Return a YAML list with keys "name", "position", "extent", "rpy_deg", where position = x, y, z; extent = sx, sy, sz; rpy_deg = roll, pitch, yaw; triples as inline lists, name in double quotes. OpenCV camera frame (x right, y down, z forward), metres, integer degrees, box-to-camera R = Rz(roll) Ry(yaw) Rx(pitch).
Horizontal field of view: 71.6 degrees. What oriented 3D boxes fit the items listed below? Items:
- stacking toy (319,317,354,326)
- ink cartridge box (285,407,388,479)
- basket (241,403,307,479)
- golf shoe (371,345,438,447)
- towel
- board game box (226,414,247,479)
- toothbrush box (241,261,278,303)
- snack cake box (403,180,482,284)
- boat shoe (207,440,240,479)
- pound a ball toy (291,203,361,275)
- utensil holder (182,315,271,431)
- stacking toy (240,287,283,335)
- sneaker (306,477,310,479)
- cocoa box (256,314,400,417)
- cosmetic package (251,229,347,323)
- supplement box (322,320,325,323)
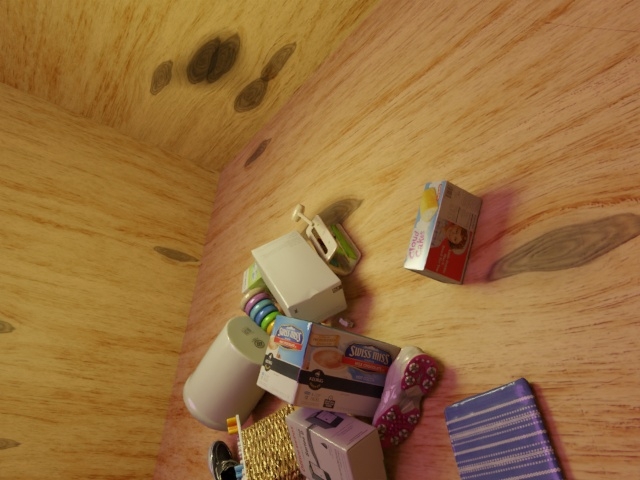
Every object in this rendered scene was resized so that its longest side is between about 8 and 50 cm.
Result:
- name: "stacking toy"
  position: [0.010, 0.337, 1.662]
  extent: [0.221, 0.052, 0.166]
  rpy_deg: [27, 96, 41]
- name: "ink cartridge box"
  position: [0.044, 0.615, 1.285]
  extent: [0.289, 0.122, 0.210]
  rpy_deg: [-1, 106, 52]
- name: "basket"
  position: [-0.124, 0.775, 1.557]
  extent: [0.223, 0.213, 0.299]
  rpy_deg: [-31, 29, 0]
- name: "golf shoe"
  position: [0.226, 0.439, 1.262]
  extent: [0.306, 0.115, 0.140]
  rpy_deg: [-63, 13, 8]
- name: "towel"
  position: [0.409, 0.499, 0.975]
  extent: [0.243, 0.040, 0.335]
  rpy_deg: [-41, 41, 38]
- name: "board game box"
  position: [-0.284, 0.927, 1.648]
  extent: [0.390, 0.051, 0.389]
  rpy_deg: [-119, 24, -54]
- name: "toothbrush box"
  position: [-0.203, 0.165, 2.036]
  extent: [0.283, 0.206, 0.122]
  rpy_deg: [-42, 39, 41]
- name: "snack cake box"
  position: [0.352, -0.021, 1.272]
  extent: [0.089, 0.152, 0.264]
  rpy_deg: [2, 73, 60]
- name: "boat shoe"
  position: [-0.401, 1.012, 1.931]
  extent: [0.119, 0.121, 0.335]
  rpy_deg: [-59, 41, 25]
- name: "pound a ball toy"
  position: [0.000, 0.000, 1.797]
  extent: [0.135, 0.208, 0.319]
  rpy_deg: [-59, 31, 18]
- name: "utensil holder"
  position: [-0.363, 0.572, 1.938]
  extent: [0.385, 0.328, 0.327]
  rpy_deg: [-55, 32, 18]
- name: "stacking toy"
  position: [-0.206, 0.355, 1.914]
  extent: [0.330, 0.141, 0.141]
  rpy_deg: [44, 113, 31]
- name: "sneaker"
  position: [0.077, 0.778, 1.295]
  extent: [0.237, 0.130, 0.322]
  rpy_deg: [-25, 22, 18]
- name: "cocoa box"
  position: [0.029, 0.383, 1.357]
  extent: [0.232, 0.348, 0.227]
  rpy_deg: [-4, 68, 58]
- name: "cosmetic package"
  position: [-0.088, 0.144, 1.691]
  extent: [0.385, 0.218, 0.156]
  rpy_deg: [51, 161, 47]
- name: "supplement box"
  position: [-0.016, 0.285, 1.790]
  extent: [0.036, 0.062, 0.098]
  rpy_deg: [-59, 32, 18]
